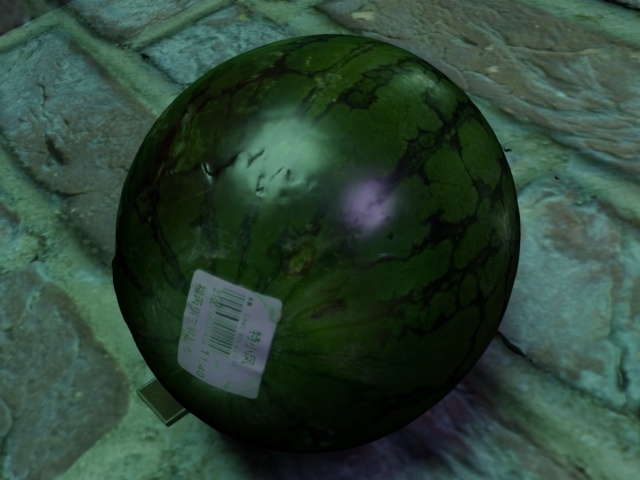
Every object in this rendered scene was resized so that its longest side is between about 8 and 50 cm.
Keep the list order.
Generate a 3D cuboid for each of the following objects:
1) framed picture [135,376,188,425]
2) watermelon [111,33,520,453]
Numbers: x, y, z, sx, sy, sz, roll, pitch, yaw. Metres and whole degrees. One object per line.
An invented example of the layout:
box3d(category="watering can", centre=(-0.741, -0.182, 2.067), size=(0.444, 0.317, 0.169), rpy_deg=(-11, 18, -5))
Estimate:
box3d(category="framed picture", centre=(-0.129, 0.139, 1.002), size=(0.089, 0.007, 0.066), rpy_deg=(-35, 40, -21))
box3d(category="watermelon", centre=(0.000, 0.000, 0.857), size=(0.363, 0.363, 0.363), rpy_deg=(-11, 37, 9))
